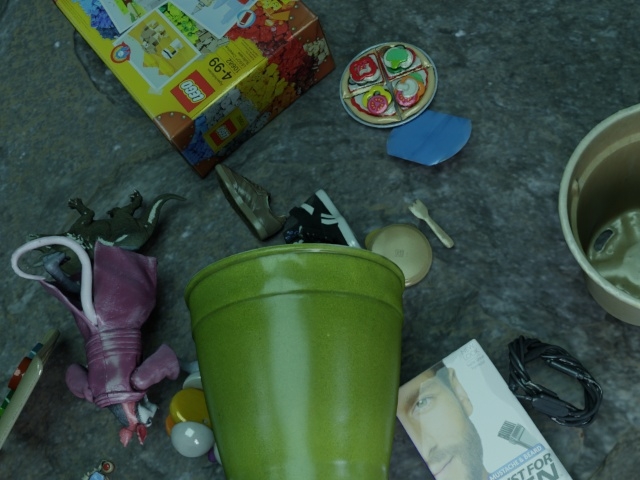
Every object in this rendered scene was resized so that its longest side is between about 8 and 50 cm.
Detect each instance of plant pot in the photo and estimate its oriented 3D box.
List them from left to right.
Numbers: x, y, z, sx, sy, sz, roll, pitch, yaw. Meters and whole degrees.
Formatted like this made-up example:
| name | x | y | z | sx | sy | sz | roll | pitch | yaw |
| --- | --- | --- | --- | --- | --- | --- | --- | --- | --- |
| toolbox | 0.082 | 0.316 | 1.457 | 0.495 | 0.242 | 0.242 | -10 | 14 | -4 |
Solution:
| name | x | y | z | sx | sy | sz | roll | pitch | yaw |
| --- | --- | --- | --- | --- | --- | --- | --- | --- | --- |
| plant pot | -0.026 | 0.242 | 1.265 | 0.366 | 0.366 | 0.353 | -10 | 63 | 9 |
| plant pot | 0.540 | -0.002 | 1.276 | 0.333 | 0.305 | 0.334 | -4 | 69 | 11 |

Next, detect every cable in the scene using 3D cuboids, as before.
| name | x | y | z | sx | sy | sz | roll | pitch | yaw |
| --- | --- | --- | --- | --- | --- | --- | --- | --- | --- |
| cable | 0.386 | 0.232 | 1.336 | 0.184 | 0.047 | 0.151 | 20 | 38 | -15 |

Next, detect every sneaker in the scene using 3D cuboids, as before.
| name | x | y | z | sx | sy | sz | roll | pitch | yaw |
| --- | --- | --- | --- | --- | --- | --- | --- | --- | --- |
| sneaker | -0.139 | -0.084 | 1.602 | 0.071 | 0.066 | 0.188 | -30 | 71 | -17 |
| sneaker | 0.000 | 0.000 | 1.497 | 0.121 | 0.079 | 0.217 | -36 | 35 | 2 |

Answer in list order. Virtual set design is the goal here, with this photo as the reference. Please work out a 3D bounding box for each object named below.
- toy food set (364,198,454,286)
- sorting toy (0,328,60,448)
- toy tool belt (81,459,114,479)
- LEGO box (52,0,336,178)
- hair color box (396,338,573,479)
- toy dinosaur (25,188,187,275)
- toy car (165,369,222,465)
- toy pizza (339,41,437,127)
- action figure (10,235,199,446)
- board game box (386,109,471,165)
| name | x | y | z | sx | sy | sz | roll | pitch | yaw |
| --- | --- | --- | --- | --- | --- | --- | --- | --- | --- |
| toy food set | 0.144 | 0.026 | 1.507 | 0.192 | 0.038 | 0.132 | -37 | 74 | -8 |
| sorting toy | -0.572 | 0.315 | 1.466 | 0.041 | 0.229 | 0.307 | 29 | 92 | -14 |
| toy tool belt | -0.410 | 0.441 | 1.470 | 0.052 | 0.051 | 0.083 | 23 | 77 | 19 |
| LEGO box | -0.273 | -0.443 | 1.682 | 0.372 | 0.193 | 0.500 | -40 | 67 | -4 |
| hair color box | 0.273 | 0.355 | 1.317 | 0.185 | 0.110 | 0.339 | -33 | 65 | 1 |
| toy dinosaur | -0.415 | -0.011 | 1.598 | 0.313 | 0.121 | 0.160 | -9 | 53 | -14 |
| toy car | -0.184 | 0.330 | 1.415 | 0.181 | 0.136 | 0.159 | 19 | 40 | -9 |
| toy pizza | 0.135 | -0.320 | 1.627 | 0.201 | 0.032 | 0.201 | -5 | 67 | 13 |
| action figure | -0.358 | 0.178 | 1.432 | 0.247 | 0.276 | 0.370 | -18 | 71 | 5 |
| board game box | 0.211 | -0.189 | 1.560 | 0.168 | 0.033 | 0.133 | 21 | 62 | 40 |
